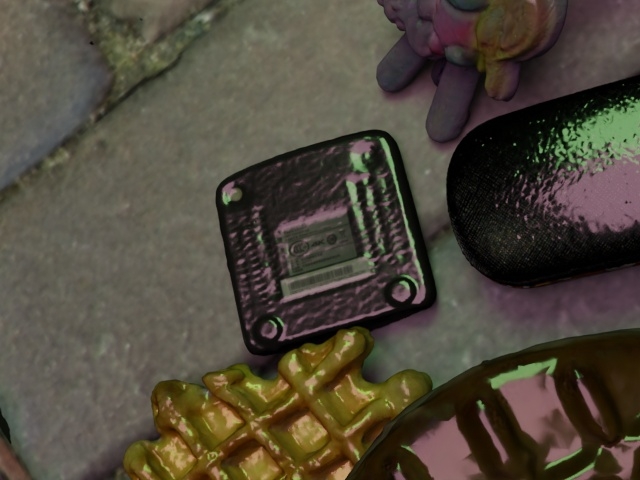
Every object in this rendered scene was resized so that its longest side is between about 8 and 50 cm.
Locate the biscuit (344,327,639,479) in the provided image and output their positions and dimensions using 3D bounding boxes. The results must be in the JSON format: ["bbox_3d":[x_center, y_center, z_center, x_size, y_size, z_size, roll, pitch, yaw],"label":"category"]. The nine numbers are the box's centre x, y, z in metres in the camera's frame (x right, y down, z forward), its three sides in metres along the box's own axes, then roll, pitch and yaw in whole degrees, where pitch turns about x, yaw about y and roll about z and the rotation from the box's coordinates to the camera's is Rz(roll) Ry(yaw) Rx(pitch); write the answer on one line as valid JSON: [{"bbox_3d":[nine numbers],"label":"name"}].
[{"bbox_3d":[0.148,0.204,0.636,0.332,0.103,0.332,0,89,4],"label":"biscuit"}]

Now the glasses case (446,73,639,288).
[{"bbox_3d":[0.202,-0.044,0.710,0.267,0.067,0.103,-13,80,16],"label":"glasses case"}]

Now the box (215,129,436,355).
[{"bbox_3d":[0.000,0.000,0.795,0.126,0.027,0.125,-18,75,14],"label":"box"}]

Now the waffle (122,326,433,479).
[{"bbox_3d":[-0.012,0.153,0.756,0.229,0.057,0.219,-41,72,6],"label":"waffle"}]

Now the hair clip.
[{"bbox_3d":[0.105,-0.178,0.709,0.137,0.090,0.278,46,121,16],"label":"hair clip"}]
